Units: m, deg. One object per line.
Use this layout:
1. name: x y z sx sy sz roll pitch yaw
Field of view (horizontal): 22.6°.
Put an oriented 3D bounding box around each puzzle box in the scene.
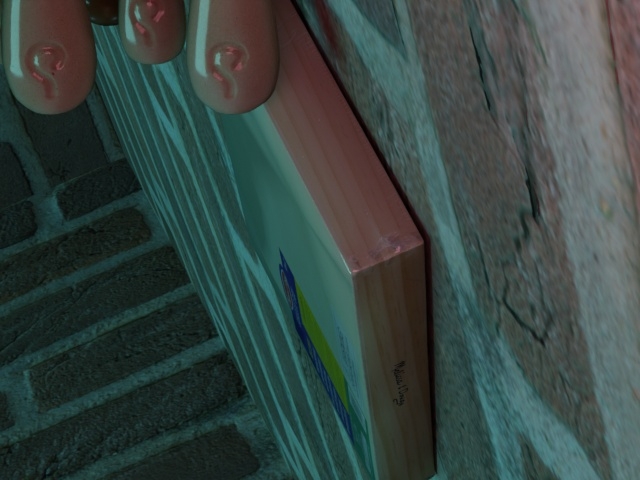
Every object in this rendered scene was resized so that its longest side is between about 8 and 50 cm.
1. puzzle box: 0.000 0.000 1.166 0.409 0.052 0.272 81 163 -62

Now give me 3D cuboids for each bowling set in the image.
1. bowling set: -0.163 -0.180 0.992 0.200 0.287 0.154 -99 7 -61
